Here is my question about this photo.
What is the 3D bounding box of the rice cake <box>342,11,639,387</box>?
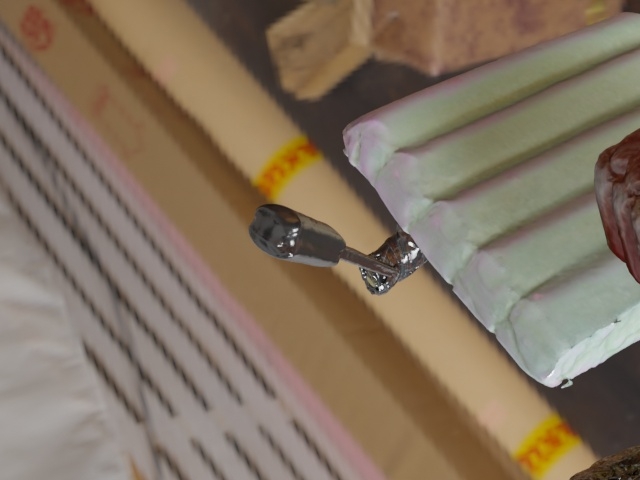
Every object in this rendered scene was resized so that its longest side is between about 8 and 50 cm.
[{"bbox_3d":[0.127,-0.030,0.858,0.189,0.198,0.037,50,147,37],"label":"rice cake"}]

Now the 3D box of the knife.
[{"bbox_3d":[0.000,0.000,1.134,0.060,0.230,0.028,28,93,20],"label":"knife"}]

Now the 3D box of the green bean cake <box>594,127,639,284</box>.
[{"bbox_3d":[0.182,-0.017,0.697,0.136,0.135,0.056,-119,12,-61],"label":"green bean cake"}]

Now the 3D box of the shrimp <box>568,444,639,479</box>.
[{"bbox_3d":[0.194,0.173,1.271,0.091,0.161,0.034,-24,95,39],"label":"shrimp"}]

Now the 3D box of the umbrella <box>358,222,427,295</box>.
[{"bbox_3d":[0.087,-0.013,1.328,0.037,0.144,0.040,48,163,14],"label":"umbrella"}]
